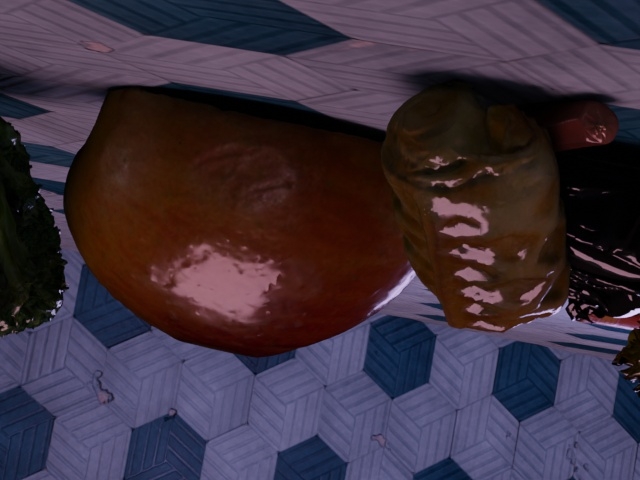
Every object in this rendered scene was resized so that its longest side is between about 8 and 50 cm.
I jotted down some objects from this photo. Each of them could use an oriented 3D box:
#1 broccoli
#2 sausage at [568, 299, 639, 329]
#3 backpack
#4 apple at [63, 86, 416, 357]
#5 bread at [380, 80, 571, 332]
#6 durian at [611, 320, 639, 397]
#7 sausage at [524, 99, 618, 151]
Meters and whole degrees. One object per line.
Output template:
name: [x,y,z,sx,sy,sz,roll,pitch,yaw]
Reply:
broccoli: [-0.360,-0.032,1.522,0.308,0.307,0.275,10,140,-3]
sausage: [0.444,0.087,2.219,0.274,0.074,0.074,11,174,-14]
backpack: [0.201,-0.014,1.415,0.258,0.133,0.206,18,169,-16]
apple: [-0.042,-0.023,1.545,0.346,0.179,0.254,11,138,-14]
bread: [0.108,-0.012,1.274,0.128,0.088,0.232,13,148,19]
durian: [0.461,0.127,1.835,0.293,0.258,0.258,21,174,-4]
sausage: [0.161,-0.076,1.244,0.030,0.035,0.147,36,165,-16]
